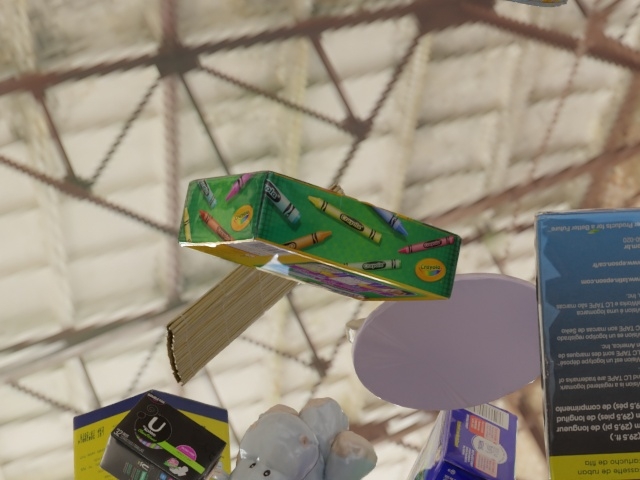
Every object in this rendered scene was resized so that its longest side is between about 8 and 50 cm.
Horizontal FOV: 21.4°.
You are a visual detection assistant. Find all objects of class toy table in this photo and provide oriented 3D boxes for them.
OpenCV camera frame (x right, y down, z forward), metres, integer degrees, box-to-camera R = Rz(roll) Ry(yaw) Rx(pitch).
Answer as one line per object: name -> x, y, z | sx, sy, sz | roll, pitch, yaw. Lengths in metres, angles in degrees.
toy table -> 0.171, 0.116, 2.236 | 0.274, 0.252, 0.161 | -1, 15, -5

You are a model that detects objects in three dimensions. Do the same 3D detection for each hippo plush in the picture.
hippo plush -> -0.081, 0.367, 2.647 | 0.236, 0.234, 0.294 | 28, -93, -57

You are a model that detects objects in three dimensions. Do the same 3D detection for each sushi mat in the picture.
sushi mat -> -0.083, 0.061, 2.266 | 0.316, 0.019, 0.151 | -41, -25, -21

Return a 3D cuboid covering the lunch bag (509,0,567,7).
lunch bag -> 0.147, -0.207, 1.204 | 0.083, 0.053, 0.071 | 9, -54, -6

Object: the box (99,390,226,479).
box -> -0.134, 0.182, 1.439 | 0.062, 0.083, 0.052 | -49, -13, -44

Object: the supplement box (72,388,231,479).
supplement box -> -0.273, 0.453, 2.791 | 0.194, 0.357, 0.195 | -21, -28, 34

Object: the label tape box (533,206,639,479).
label tape box -> 0.330, 0.133, 1.619 | 0.240, 0.334, 0.106 | -3, 1, 4

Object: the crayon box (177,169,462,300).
crayon box -> 0.000, 0.000, 1.922 | 0.278, 0.081, 0.165 | 18, -12, -33

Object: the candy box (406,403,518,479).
candy box -> 0.166, 0.412, 2.440 | 0.317, 0.122, 0.268 | -64, 1, 19
